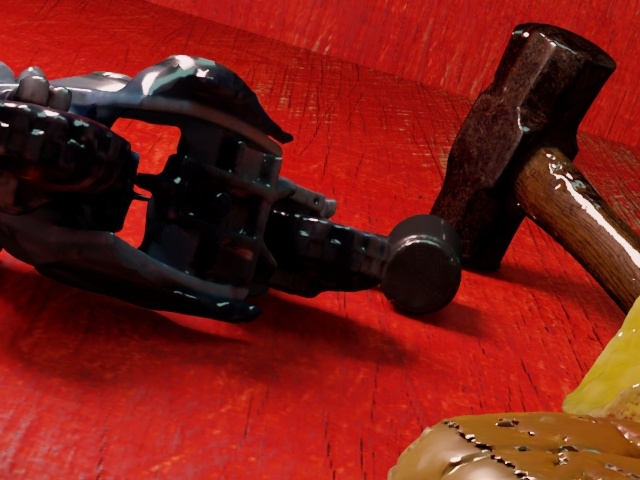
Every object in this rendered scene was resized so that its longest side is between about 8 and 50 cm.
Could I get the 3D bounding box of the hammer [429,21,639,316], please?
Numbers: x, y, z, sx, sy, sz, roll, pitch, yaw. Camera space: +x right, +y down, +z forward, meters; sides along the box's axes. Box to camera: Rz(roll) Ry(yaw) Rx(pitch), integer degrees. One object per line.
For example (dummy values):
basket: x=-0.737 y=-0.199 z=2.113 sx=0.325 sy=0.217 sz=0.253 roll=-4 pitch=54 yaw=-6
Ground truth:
hammer: x=0.249 y=-0.006 z=1.671 sx=0.095 sy=0.242 sz=0.409 roll=12 pitch=27 yaw=-36

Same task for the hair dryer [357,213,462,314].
hair dryer: x=0.000 y=-0.001 z=1.579 sx=0.248 sy=0.071 sz=0.114 roll=13 pitch=12 yaw=1

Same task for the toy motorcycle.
toy motorcycle: x=-0.136 y=-0.041 z=1.342 sx=0.232 sy=0.172 sz=0.416 roll=9 pitch=-6 yaw=41

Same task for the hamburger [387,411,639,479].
hamburger: x=0.126 y=0.162 z=0.775 sx=0.244 sy=0.163 sz=0.244 roll=15 pitch=14 yaw=-4

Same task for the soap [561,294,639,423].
soap: x=0.407 y=0.094 z=1.323 sx=0.427 sy=0.115 sz=0.306 roll=18 pitch=48 yaw=31
